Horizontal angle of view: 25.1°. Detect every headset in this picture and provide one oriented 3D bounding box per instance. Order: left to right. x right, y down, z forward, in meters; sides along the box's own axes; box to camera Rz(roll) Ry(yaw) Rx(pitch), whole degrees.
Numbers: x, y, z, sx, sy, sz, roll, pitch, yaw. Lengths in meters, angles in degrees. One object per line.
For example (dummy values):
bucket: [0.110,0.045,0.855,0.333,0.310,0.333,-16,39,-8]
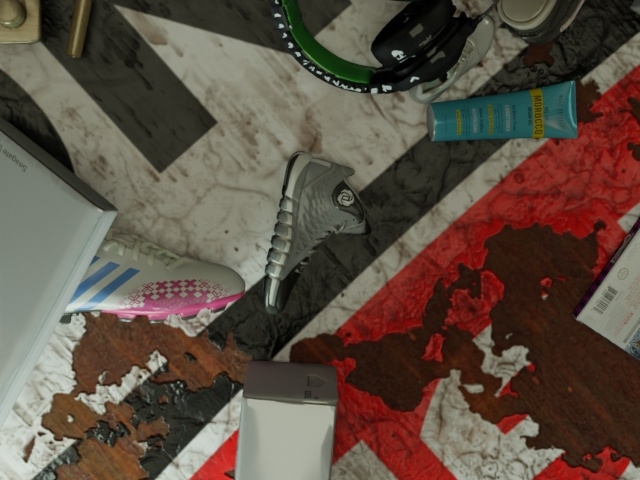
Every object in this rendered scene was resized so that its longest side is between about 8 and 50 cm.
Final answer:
headset: [0.131,-0.325,1.863,0.394,0.185,0.243,-1,124,26]

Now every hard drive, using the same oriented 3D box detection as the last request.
hard drive: [-0.436,0.045,1.912,0.233,0.047,0.353,37,106,22]

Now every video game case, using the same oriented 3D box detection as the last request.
video game case: [0.503,0.069,2.010,0.210,0.042,0.232,32,97,-6]

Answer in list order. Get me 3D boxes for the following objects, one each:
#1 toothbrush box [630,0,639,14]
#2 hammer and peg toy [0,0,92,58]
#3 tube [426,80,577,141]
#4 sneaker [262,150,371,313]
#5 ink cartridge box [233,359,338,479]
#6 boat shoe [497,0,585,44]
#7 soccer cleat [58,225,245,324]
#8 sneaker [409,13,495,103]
toothbrush box: [0.546,-0.398,1.856,0.126,0.216,0.295,30,96,-5]
hammer and peg toy: [-0.437,-0.375,1.866,0.361,0.127,0.266,0,92,-4]
tube: [0.250,-0.170,1.971,0.207,0.052,0.080,-6,108,-7]
sneaker: [0.000,0.000,1.969,0.132,0.086,0.228,12,97,-5]
ink cartridge box: [-0.054,0.335,1.945,0.129,0.223,0.307,5,98,-1]
boat shoe: [0.349,-0.415,1.923,0.112,0.095,0.335,33,93,30]
soccer cleat: [-0.270,0.036,1.950,0.331,0.116,0.143,-3,100,0]
sneaker: [0.184,-0.243,1.949,0.054,0.061,0.152,42,94,-5]
